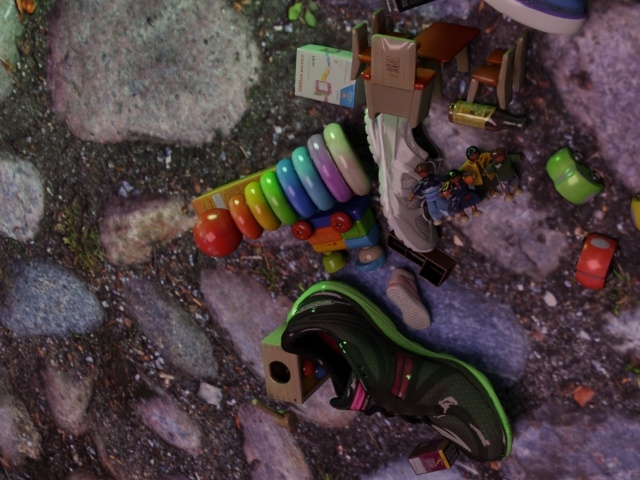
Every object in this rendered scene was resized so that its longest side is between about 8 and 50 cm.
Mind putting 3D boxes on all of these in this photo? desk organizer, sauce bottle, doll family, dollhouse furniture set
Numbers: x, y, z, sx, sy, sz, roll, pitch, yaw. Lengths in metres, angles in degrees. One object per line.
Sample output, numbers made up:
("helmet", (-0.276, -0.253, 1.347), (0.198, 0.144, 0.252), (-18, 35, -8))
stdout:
("desk organizer", (0.178, 0.028, 1.687), (0.130, 0.050, 0.047), (33, 123, 15))
("sauce bottle", (0.276, -0.204, 1.538), (0.128, 0.042, 0.042), (14, 116, 23))
("doll family", (0.241, -0.101, 1.557), (0.193, 0.076, 0.111), (-29, 117, -2))
("dollhouse furniture set", (0.166, -0.289, 1.435), (0.262, 0.259, 0.135), (15, 127, 23))

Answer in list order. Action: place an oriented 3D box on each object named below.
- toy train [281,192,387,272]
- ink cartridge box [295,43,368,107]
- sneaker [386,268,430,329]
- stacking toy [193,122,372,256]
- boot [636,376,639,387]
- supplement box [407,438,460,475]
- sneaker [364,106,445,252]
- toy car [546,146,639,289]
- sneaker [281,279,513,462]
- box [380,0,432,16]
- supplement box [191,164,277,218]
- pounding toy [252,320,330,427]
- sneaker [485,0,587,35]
("toy train", (0.000, 0.000, 1.761), (0.248, 0.105, 0.143), (-11, 117, 34))
("ink cartridge box", (0.019, -0.292, 1.647), (0.123, 0.052, 0.088), (17, 118, 26))
("sneaker", (0.168, 0.105, 1.733), (0.051, 0.070, 0.134), (-19, 129, 26))
("stacking toy", (-0.081, -0.076, 1.664), (0.330, 0.141, 0.141), (-27, 95, 8))
("boot", (0.605, 0.234, 1.521), (0.158, 0.059, 0.084), (15, 114, 16))
("supplement box", (0.222, 0.424, 1.825), (0.083, 0.055, 0.043), (-23, 98, 36))
("sneaker", (0.163, -0.111, 1.606), (0.115, 0.105, 0.281), (-10, 107, 27))
("toy car", (0.445, -0.051, 1.493), (0.225, 0.053, 0.239), (48, 126, 4))
("sneaker", (0.129, 0.271, 1.709), (0.483, 0.202, 0.185), (32, 141, 20))
("box", (0.131, -0.422, 1.457), (0.029, 0.162, 0.116), (-10, 104, 34))
("supplement box", (-0.136, -0.087, 1.810), (0.234, 0.078, 0.080), (-20, 99, 36))
("pounding toy", (-0.051, 0.284, 1.851), (0.094, 0.181, 0.205), (6, 113, 29))
("sneaker", (0.296, -0.474, 1.343), (0.323, 0.130, 0.236), (40, 133, 12))
